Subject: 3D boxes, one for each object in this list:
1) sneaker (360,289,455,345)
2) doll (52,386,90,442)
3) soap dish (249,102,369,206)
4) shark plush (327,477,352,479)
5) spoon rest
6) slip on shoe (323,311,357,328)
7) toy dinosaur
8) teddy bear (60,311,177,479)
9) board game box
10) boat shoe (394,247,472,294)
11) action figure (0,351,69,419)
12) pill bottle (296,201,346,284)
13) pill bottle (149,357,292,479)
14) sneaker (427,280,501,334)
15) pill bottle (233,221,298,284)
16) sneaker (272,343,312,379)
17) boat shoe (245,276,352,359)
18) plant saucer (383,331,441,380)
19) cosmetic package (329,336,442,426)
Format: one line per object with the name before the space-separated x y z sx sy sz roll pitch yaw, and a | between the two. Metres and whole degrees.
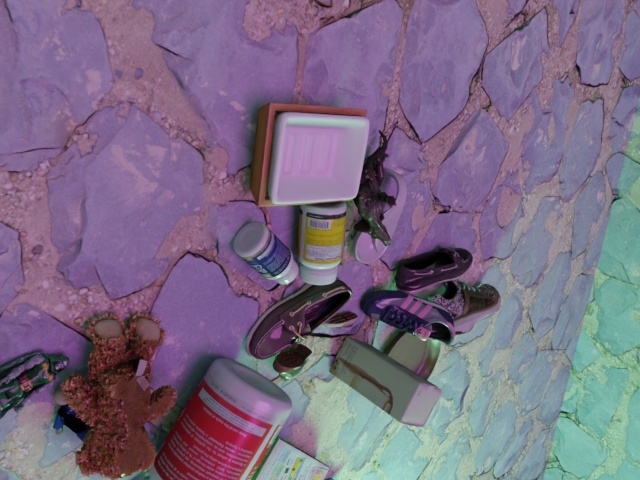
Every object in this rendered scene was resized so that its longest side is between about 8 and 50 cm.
sneaker | 0.280 0.241 1.738 0.319 0.131 0.112 13 122 -19
doll | -0.502 0.373 1.208 0.129 0.046 0.189 -44 128 -22
soap dish | -0.028 -0.203 1.322 0.291 0.118 0.228 -7 114 -40
shark plush | 0.043 0.855 1.923 0.161 0.067 0.073 11 101 -45
spoon rest | 0.174 -0.061 1.602 0.137 0.084 0.276 13 99 -45
slip on shoe | 0.053 0.241 1.662 0.135 0.051 0.041 -6 125 -47
toy dinosaur | 0.127 -0.137 1.490 0.121 0.160 0.313 -3 77 -17
teddy bear | -0.422 0.316 1.189 0.245 0.113 0.338 -18 103 -52
board game box | -0.124 0.733 1.690 0.242 0.064 0.316 -58 137 -18
boat shoe | 0.381 0.077 1.839 0.335 0.112 0.095 -21 127 -31
action figure | -0.593 0.284 1.076 0.232 0.063 0.137 -31 125 -33
pill bottle | 0.000 0.000 1.444 0.119 0.119 0.208 -13 118 -38
pill bottle | -0.262 0.513 1.366 0.229 0.229 0.407 36 84 -46
sneaker | 0.507 0.199 1.997 0.410 0.158 0.182 -22 95 -49
pill bottle | -0.125 0.037 1.363 0.094 0.094 0.169 -53 135 -10
sneaker | -0.086 0.346 1.534 0.086 0.064 0.192 -61 164 13
boat shoe | -0.054 0.209 1.508 0.324 0.097 0.116 -37 131 -25
plant saucer | 0.303 0.422 1.975 0.311 0.050 0.310 -19 121 -36
cosmetic package | 0.190 0.419 1.689 0.153 0.296 0.129 30 87 -46
